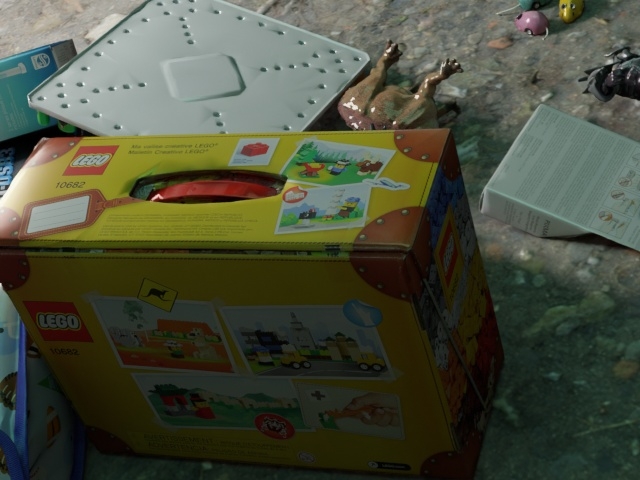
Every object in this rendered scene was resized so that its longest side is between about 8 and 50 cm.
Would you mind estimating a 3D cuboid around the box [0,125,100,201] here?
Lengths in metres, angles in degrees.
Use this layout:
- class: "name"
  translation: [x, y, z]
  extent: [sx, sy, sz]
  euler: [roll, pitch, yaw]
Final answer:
- class: "box"
  translation: [-0.456, -0.055, 2.021]
  extent: [0.293, 0.073, 0.295]
  euler: [-15, 40, 4]

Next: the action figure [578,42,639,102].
- class: "action figure"
  translation: [0.473, -0.204, 1.793]
  extent: [0.185, 0.099, 0.285]
  euler: [-19, 38, -8]

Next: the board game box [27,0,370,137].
- class: "board game box"
  translation: [-0.180, -0.234, 2.019]
  extent: [0.390, 0.050, 0.390]
  euler: [23, 47, 19]

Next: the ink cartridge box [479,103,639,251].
- class: "ink cartridge box"
  translation: [0.357, -0.071, 1.756]
  extent: [0.232, 0.066, 0.189]
  euler: [27, 55, 15]

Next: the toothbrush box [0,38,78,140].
- class: "toothbrush box"
  translation: [-0.540, -0.225, 2.132]
  extent: [0.296, 0.126, 0.216]
  euler: [-16, 12, 1]

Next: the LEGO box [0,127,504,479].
- class: "LEGO box"
  translation: [-0.076, 0.074, 1.499]
  extent: [0.500, 0.372, 0.193]
  euler: [1, 44, 21]

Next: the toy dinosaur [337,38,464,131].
- class: "toy dinosaur"
  translation: [0.095, -0.178, 1.911]
  extent: [0.200, 0.127, 0.296]
  euler: [-42, 39, -14]

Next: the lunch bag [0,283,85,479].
- class: "lunch bag"
  translation: [-0.465, 0.250, 1.572]
  extent: [0.328, 0.239, 0.385]
  euler: [-10, 57, 10]

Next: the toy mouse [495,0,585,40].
- class: "toy mouse"
  translation: [0.346, -0.374, 2.092]
  extent: [0.143, 0.031, 0.161]
  euler: [7, 47, 27]
